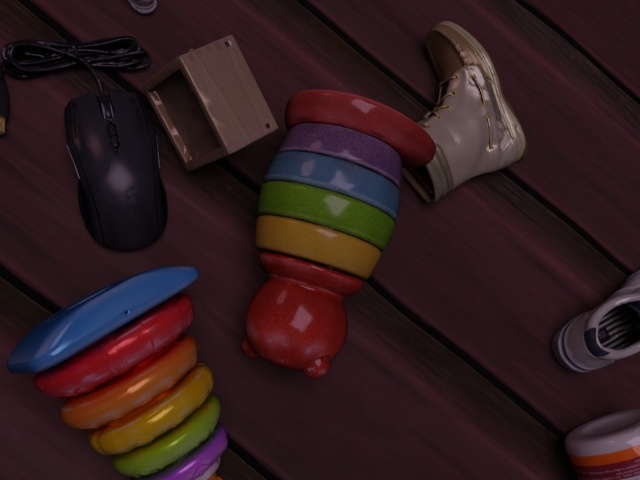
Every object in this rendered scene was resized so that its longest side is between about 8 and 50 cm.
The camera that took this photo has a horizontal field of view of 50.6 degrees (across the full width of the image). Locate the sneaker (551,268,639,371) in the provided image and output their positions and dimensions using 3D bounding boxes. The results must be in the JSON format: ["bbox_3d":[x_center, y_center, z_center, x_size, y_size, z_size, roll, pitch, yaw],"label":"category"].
[{"bbox_3d":[0.423,0.096,0.876,0.258,0.091,0.094,-28,85,-21],"label":"sneaker"}]

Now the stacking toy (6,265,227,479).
[{"bbox_3d":[-0.151,0.185,0.664,0.175,0.166,0.302,-33,99,-33],"label":"stacking toy"}]

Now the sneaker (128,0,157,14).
[{"bbox_3d":[-0.235,-0.327,0.815,0.040,0.044,0.109,-41,88,-19],"label":"sneaker"}]

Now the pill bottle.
[{"bbox_3d":[0.383,0.321,0.790,0.121,0.121,0.221,-18,82,-20],"label":"pill bottle"}]

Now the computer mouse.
[{"bbox_3d":[-0.267,-0.116,0.741,0.184,0.060,0.262,-5,77,-19],"label":"computer mouse"}]

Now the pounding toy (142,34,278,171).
[{"bbox_3d":[-0.126,-0.162,0.764,0.100,0.141,0.130,-34,104,-32],"label":"pounding toy"}]

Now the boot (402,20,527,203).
[{"bbox_3d":[0.153,-0.168,0.874,0.165,0.077,0.213,-27,88,-19],"label":"boot"}]

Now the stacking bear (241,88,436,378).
[{"bbox_3d":[0.000,0.000,0.741,0.175,0.164,0.289,13,82,21],"label":"stacking bear"}]
